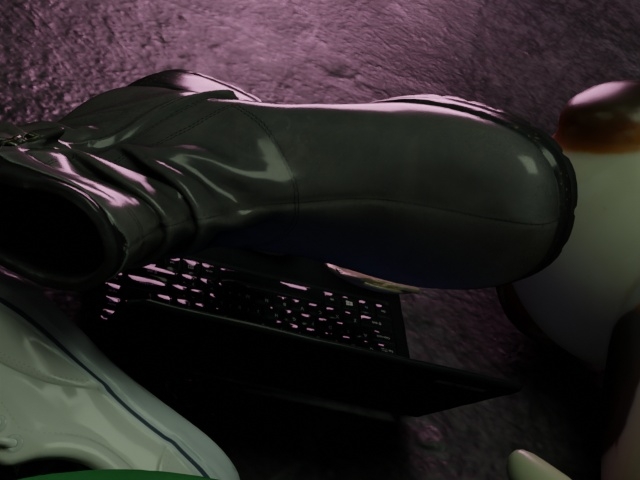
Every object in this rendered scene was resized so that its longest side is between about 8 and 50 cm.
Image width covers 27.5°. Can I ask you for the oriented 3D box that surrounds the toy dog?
[{"bbox_3d":[0.265,0.083,0.880,0.396,0.284,0.408,-8,43,-13],"label":"toy dog"}]

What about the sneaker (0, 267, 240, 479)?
[{"bbox_3d":[-0.163,0.093,0.712,0.258,0.094,0.091,32,31,8],"label":"sneaker"}]

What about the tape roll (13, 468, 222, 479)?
[{"bbox_3d":[-0.068,0.224,0.515,0.321,0.077,0.321,10,29,-5],"label":"tape roll"}]

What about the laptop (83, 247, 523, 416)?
[{"bbox_3d":[-0.024,0.024,0.850,0.234,0.136,0.264,14,36,-16],"label":"laptop"}]

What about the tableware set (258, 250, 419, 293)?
[{"bbox_3d":[0.000,0.000,0.918,0.141,0.020,0.168,17,10,-3],"label":"tableware set"}]

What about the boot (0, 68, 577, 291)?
[{"bbox_3d":[-0.051,-0.016,0.721,0.338,0.118,0.223,8,18,31],"label":"boot"}]
